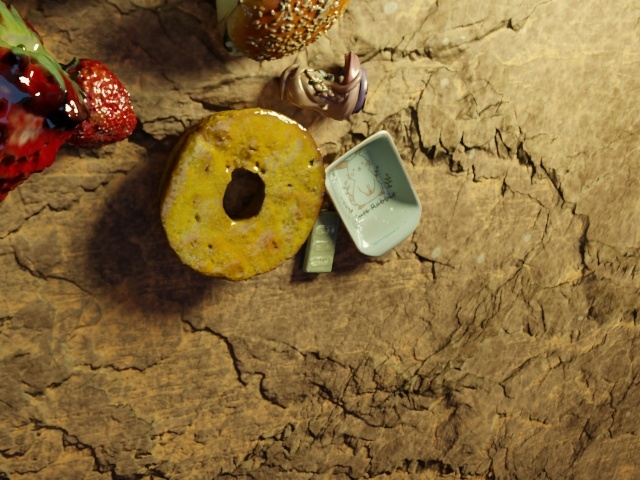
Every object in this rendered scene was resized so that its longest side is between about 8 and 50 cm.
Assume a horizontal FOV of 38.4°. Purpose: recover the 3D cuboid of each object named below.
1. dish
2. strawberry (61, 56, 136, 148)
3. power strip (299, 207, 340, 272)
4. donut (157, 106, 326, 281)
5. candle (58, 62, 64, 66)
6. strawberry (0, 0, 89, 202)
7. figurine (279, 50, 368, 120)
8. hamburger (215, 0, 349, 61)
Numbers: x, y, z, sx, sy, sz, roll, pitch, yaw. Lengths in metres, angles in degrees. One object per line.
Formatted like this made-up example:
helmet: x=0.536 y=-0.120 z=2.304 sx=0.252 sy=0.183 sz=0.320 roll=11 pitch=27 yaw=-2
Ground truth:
dish: x=0.091 y=-0.081 z=1.705 sx=0.154 sy=0.064 sz=0.234 roll=-35 pitch=121 yaw=-12
strawberry: x=-0.349 y=-0.197 z=1.392 sx=0.131 sy=0.131 sz=0.148 roll=-46 pitch=116 yaw=-4
power strip: x=0.000 y=0.000 z=1.708 sx=0.056 sy=0.032 sz=0.123 roll=1 pitch=108 yaw=-30
donut: x=-0.141 y=-0.087 z=1.555 sx=0.302 sy=0.110 sz=0.303 roll=-10 pitch=115 yaw=-22
candle: x=-0.457 y=-0.287 z=1.354 sx=0.167 sy=0.026 sz=0.021 roll=23 pitch=102 yaw=-33
strawberry: x=-0.489 y=-0.175 z=1.223 sx=0.310 sy=0.292 sz=0.292 roll=-35 pitch=122 yaw=1
figurine: x=0.011 y=-0.256 z=1.565 sx=0.157 sy=0.126 sz=0.114 roll=-13 pitch=72 yaw=-25
hamburger: x=-0.056 y=-0.370 z=1.423 sx=0.236 sy=0.237 sz=0.147 roll=-20 pitch=88 yaw=-20
